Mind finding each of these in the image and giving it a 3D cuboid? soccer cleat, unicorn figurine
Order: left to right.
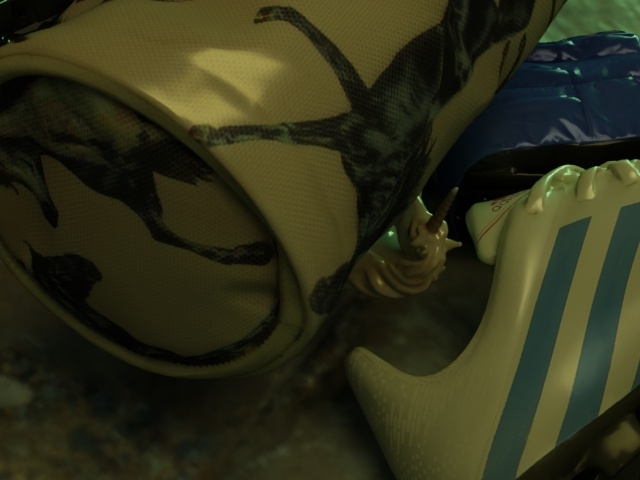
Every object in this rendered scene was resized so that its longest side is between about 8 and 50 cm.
[{"bbox_3d":[0.000,0.000,0.839,0.060,0.162,0.111,38,23,-41],"label":"unicorn figurine"},{"bbox_3d":[0.154,-0.003,0.821,0.331,0.116,0.143,-41,70,-4],"label":"soccer cleat"}]

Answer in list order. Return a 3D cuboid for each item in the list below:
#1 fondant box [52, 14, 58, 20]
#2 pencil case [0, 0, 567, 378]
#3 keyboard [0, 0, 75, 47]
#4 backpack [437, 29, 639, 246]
[{"bbox_3d":[-0.032,-0.232,0.994,0.238,0.096,0.330,-1,57,-16],"label":"fondant box"},{"bbox_3d":[0.012,-0.126,0.785,0.184,0.160,0.410,14,51,32],"label":"pencil case"},{"bbox_3d":[-0.144,-0.113,0.792,0.108,0.023,0.180,37,45,20],"label":"keyboard"},{"bbox_3d":[0.115,-0.049,0.916,0.120,0.098,0.101,-10,51,-7],"label":"backpack"}]
